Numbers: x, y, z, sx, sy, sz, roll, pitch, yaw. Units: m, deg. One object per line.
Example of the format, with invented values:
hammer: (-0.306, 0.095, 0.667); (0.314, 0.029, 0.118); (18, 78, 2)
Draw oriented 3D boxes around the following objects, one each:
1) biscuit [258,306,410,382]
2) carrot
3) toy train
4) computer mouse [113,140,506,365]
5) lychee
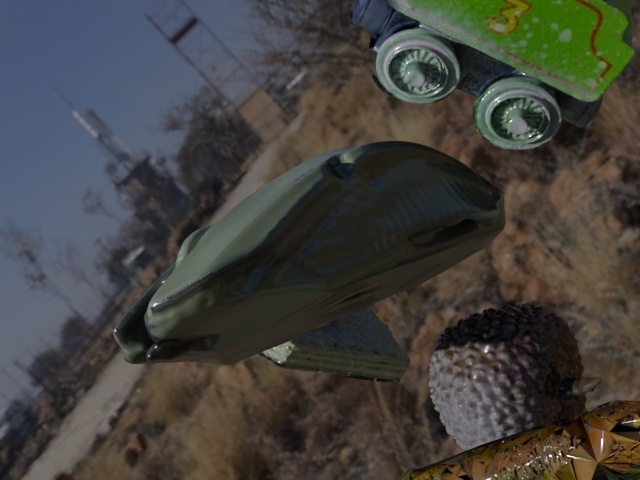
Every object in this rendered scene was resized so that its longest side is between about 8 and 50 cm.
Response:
biscuit: (-0.016, 0.114, 1.353); (0.052, 0.252, 0.150); (-67, 31, 21)
carrot: (0.154, 0.173, 0.783); (0.229, 0.069, 0.069); (-27, 13, 36)
toy train: (0.204, -0.256, 1.169); (0.249, 0.307, 0.173); (123, 168, -46)
computer mouse: (-0.003, -0.002, 0.965); (0.429, 0.145, 0.228); (-19, -10, -39)
lychee: (0.194, 0.143, 1.018); (0.197, 0.165, 0.165); (6, 42, 44)
